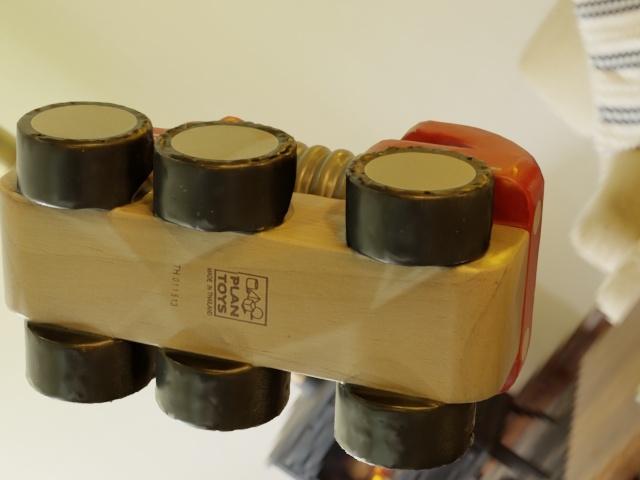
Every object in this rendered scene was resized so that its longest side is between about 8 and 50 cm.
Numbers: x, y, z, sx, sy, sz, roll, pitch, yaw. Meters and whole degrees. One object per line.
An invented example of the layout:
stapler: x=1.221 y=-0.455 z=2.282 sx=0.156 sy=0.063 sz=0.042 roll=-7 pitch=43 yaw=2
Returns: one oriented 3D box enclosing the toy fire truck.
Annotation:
toy fire truck: x=0.000 y=0.000 z=0.686 sx=0.246 sy=0.217 sz=0.158 roll=-48 pitch=-37 yaw=-61
